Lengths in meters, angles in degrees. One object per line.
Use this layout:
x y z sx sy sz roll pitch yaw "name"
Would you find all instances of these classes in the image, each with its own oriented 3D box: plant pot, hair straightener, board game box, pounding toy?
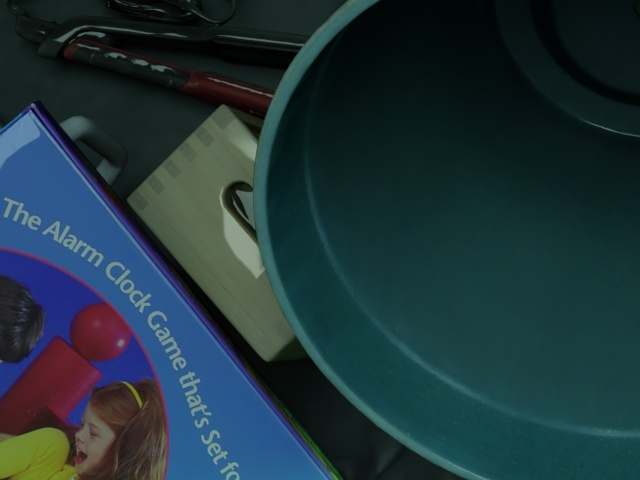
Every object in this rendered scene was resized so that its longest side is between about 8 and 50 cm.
0.140 -0.062 0.664 0.272 0.271 0.255 17 38 9 "plant pot"
-0.074 -0.125 0.837 0.230 0.047 0.089 15 81 13 "hair straightener"
-0.118 0.140 0.700 0.233 0.078 0.347 -38 101 -2 "board game box"
0.000 0.000 0.764 0.100 0.130 0.141 -44 78 9 "pounding toy"

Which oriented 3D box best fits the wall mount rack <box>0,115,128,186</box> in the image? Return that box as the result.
-0.284 -0.012 0.791 0.350 0.130 0.304 43 92 13 "wall mount rack"
